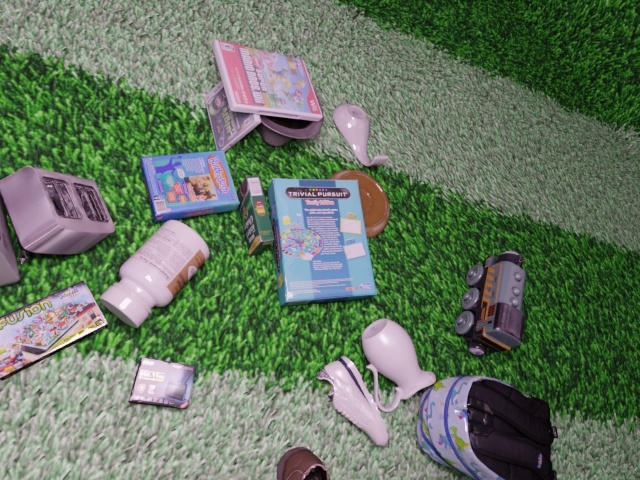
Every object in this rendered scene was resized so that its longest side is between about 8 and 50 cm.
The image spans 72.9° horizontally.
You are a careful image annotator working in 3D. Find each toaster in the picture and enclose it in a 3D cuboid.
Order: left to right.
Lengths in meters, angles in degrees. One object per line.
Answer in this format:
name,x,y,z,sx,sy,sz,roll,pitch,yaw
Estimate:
toaster,-0.550,-0.055,0.911,0.110,0.168,0.186,-29,80,13

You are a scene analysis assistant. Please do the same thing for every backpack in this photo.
backpack,0.422,0.491,1.115,0.355,0.273,0.290,38,57,-38

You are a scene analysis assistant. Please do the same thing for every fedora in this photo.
fedora,-0.119,-0.377,1.282,0.243,0.124,0.276,8,60,-24

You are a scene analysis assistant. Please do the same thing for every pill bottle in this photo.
pill bottle,-0.368,0.075,0.971,0.131,0.131,0.229,39,58,-6

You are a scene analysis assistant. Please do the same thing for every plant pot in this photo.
plant pot,0.120,-0.122,1.344,0.236,0.032,0.237,9,65,-21

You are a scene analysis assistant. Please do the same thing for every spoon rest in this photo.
spoon rest,0.127,-0.346,1.426,0.137,0.084,0.277,-7,59,-29

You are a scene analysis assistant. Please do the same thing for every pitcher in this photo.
pitcher,0.180,0.329,1.142,0.177,0.125,0.207,-37,99,-17

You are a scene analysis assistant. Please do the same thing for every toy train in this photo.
toy train,0.530,0.185,1.315,0.142,0.190,0.334,31,59,-11

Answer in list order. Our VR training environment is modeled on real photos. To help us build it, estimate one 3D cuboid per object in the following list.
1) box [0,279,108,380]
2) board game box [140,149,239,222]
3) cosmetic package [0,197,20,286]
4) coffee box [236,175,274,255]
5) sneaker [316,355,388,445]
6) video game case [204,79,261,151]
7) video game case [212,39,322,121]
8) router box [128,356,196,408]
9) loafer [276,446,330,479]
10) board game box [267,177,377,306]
box,-0.566,0.179,0.889,0.206,0.036,0.114,-29,83,-32
board game box,-0.329,-0.142,1.098,0.210,0.047,0.160,-11,74,-28
cosmetic package,-0.785,-0.070,0.718,0.393,0.329,0.328,-14,76,-28
coffee box,-0.174,-0.064,1.133,0.040,0.113,0.184,-7,74,-29
sneaker,0.082,0.411,1.082,0.094,0.090,0.235,-28,79,-19
video game case,-0.246,-0.363,1.193,0.022,0.173,0.191,3,66,-51
video game case,-0.137,-0.428,1.176,0.285,0.025,0.204,-6,71,-39
router box,-0.340,0.310,0.940,0.122,0.038,0.092,15,63,-19
loafer,-0.015,0.635,0.903,0.133,0.130,0.366,-6,72,-27
board game box,0.000,0.000,1.187,0.253,0.079,0.337,-1,72,-20
